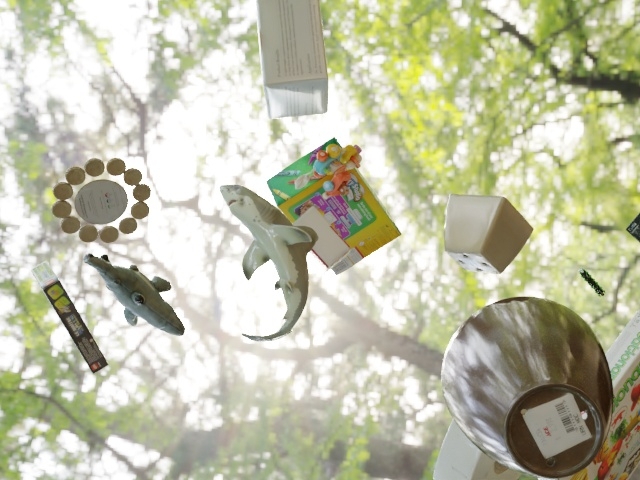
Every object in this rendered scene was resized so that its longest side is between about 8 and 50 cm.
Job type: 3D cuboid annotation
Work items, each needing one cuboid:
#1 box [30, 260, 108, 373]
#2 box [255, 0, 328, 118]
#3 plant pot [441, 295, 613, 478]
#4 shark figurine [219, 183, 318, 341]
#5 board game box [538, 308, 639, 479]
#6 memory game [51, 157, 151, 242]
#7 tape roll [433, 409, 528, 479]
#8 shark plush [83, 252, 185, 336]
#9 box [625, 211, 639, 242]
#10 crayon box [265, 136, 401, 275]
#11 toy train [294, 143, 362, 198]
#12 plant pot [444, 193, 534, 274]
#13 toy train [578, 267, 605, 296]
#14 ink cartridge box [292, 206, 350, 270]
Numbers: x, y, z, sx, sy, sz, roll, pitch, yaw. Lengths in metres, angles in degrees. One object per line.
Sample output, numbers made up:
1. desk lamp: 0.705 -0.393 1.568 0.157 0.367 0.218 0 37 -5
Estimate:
1. box: -0.479 0.147 1.881 0.036 0.114 0.207 -31 -60 -15
2. box: -0.052 -0.344 1.837 0.182 0.119 0.181 91 173 -77
3. plant pot: 0.258 0.190 1.168 0.230 0.215 0.215 -60 -29 -83
4. shark figurine: -0.042 0.038 1.475 0.116 0.166 0.278 -38 -56 -47
5. board game box: 0.453 0.281 1.521 0.305 0.053 0.193 -49 -50 -16
6. memory game: -0.403 -0.072 1.815 0.012 0.186 0.186 -118 11 -51
7. tape roll: 0.340 0.311 1.758 0.392 0.072 0.392 -38 -35 -33
8. shark plush: -0.221 0.057 1.190 0.073 0.067 0.161 -36 -48 -10
9. box: 0.471 -0.024 1.350 0.018 0.067 0.083 -9 -41 -48
10. crayon box: 0.031 -0.063 1.978 0.278 0.165 0.081 51 -171 -48
11. toy train: 0.028 -0.116 1.781 0.125 0.046 0.166 -54 -21 18
12. plant pot: 0.262 -0.005 1.589 0.109 0.109 0.096 39 -114 -41
13. toy train: 0.519 0.079 1.884 0.083 0.017 0.023 42 -164 -31
14. ink cartridge box: 0.000 0.000 1.724 0.056 0.099 0.135 -42 -4 -3
